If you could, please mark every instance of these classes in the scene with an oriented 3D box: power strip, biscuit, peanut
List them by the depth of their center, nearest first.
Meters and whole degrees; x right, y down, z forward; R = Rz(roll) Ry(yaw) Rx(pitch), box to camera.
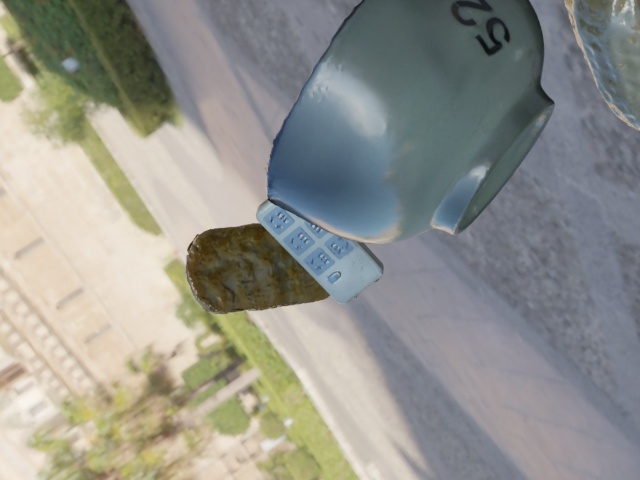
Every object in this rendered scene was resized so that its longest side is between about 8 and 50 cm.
[{"bbox_3d":[0.430,-0.259,1.316,0.158,0.174,0.340,-95,-21,-60],"label":"peanut"},{"bbox_3d":[0.000,0.000,1.332,0.192,0.081,0.035,47,-162,-14],"label":"power strip"},{"bbox_3d":[-0.070,0.034,1.366,0.029,0.247,0.118,-13,84,55],"label":"biscuit"}]

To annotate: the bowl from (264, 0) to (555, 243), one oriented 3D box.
[{"bbox_3d":[0.120,-0.127,1.066,0.185,0.354,0.354,38,169,12],"label":"bowl"}]
